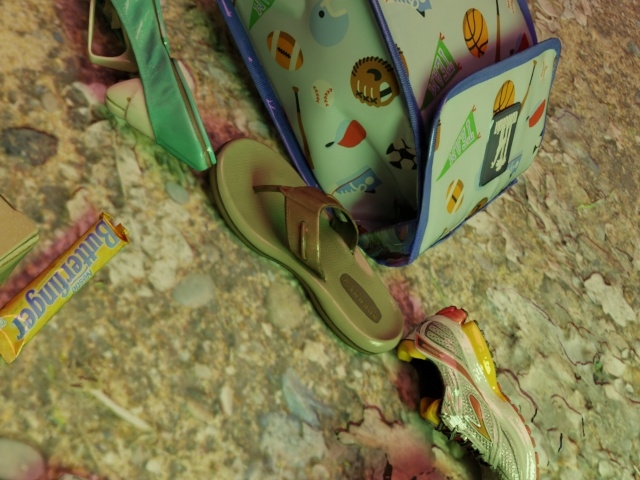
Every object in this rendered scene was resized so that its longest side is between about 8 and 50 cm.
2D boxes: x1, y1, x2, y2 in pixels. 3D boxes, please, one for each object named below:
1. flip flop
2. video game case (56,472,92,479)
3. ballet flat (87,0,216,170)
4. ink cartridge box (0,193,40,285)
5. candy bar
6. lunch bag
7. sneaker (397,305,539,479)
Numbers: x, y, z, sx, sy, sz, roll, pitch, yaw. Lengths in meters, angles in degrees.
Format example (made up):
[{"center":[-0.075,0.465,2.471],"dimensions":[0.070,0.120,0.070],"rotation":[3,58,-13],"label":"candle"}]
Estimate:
[{"center":[0.000,0.000,0.774],"dimensions":[0.277,0.080,0.112],"rotation":[50,48,-5],"label":"flip flop"},{"center":[-0.102,0.285,0.520],"dimensions":[0.206,0.026,0.227],"rotation":[27,26,-24],"label":"video game case"},{"center":[-0.178,-0.168,0.739],"dimensions":[0.087,0.083,0.248],"rotation":[-18,76,-11],"label":"ballet flat"},{"center":[-0.315,-0.029,0.473],"dimensions":[0.235,0.193,0.088],"rotation":[48,48,-7],"label":"ink cartridge box"},{"center":[-0.219,0.034,0.633],"dimensions":[0.040,0.018,0.161],"rotation":[45,49,-10],"label":"candy bar"},{"center":[0.108,-0.202,0.870],"dimensions":[0.327,0.238,0.386],"rotation":[-32,105,-43],"label":"lunch bag"},{"center":[0.152,0.189,0.805],"dimensions":[0.092,0.088,0.225],"rotation":[-23,82,-22],"label":"sneaker"}]
